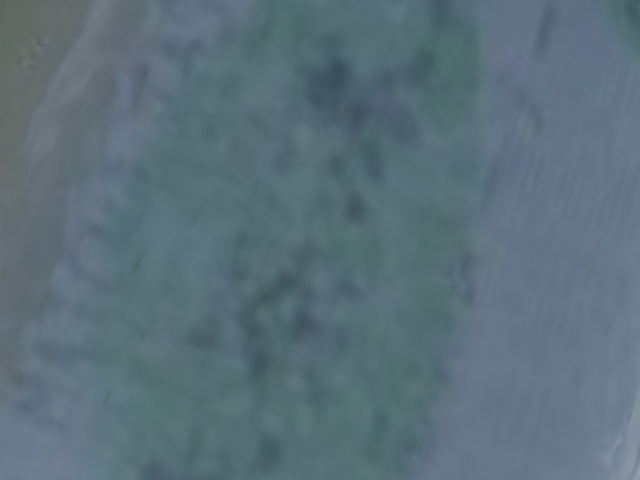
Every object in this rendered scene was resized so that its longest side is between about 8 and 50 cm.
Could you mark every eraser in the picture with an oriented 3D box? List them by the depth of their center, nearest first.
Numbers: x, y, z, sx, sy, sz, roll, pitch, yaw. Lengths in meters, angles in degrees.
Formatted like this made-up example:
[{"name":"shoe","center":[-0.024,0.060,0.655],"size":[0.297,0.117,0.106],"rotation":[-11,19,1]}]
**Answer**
[{"name":"eraser","center":[0.000,0.000,0.374],"size":[0.174,0.227,0.081],"rotation":[25,-14,-17]}]
